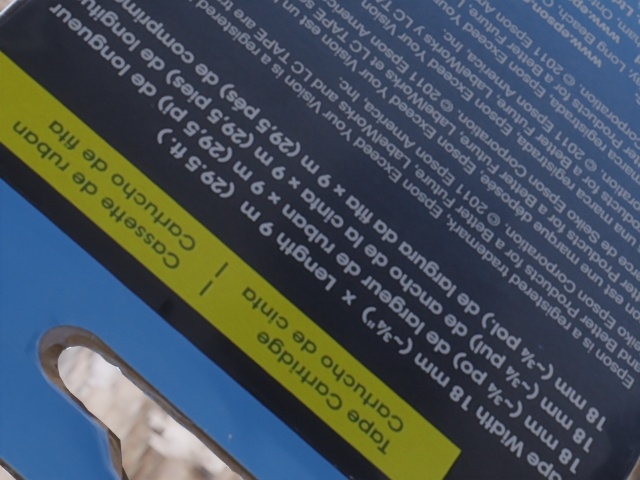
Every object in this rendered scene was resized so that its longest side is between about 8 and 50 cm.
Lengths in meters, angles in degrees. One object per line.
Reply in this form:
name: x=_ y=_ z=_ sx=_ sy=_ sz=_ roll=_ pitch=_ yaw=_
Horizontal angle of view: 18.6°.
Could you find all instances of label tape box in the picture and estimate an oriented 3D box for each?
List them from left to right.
label tape box: x=0.000 y=0.000 z=0.650 sx=0.334 sy=0.240 sz=0.106 roll=-50 pitch=3 yaw=-38
